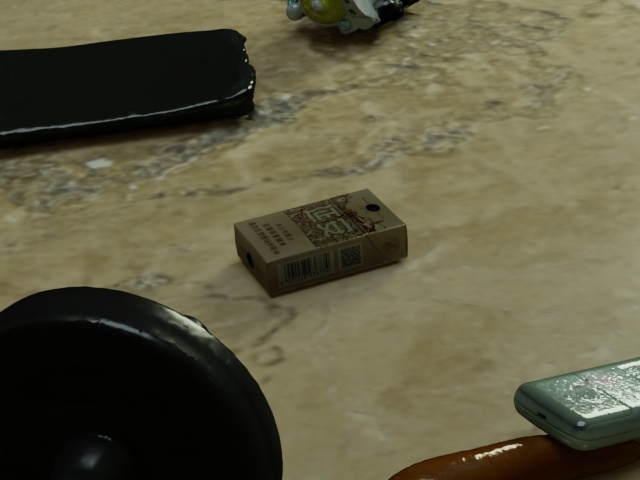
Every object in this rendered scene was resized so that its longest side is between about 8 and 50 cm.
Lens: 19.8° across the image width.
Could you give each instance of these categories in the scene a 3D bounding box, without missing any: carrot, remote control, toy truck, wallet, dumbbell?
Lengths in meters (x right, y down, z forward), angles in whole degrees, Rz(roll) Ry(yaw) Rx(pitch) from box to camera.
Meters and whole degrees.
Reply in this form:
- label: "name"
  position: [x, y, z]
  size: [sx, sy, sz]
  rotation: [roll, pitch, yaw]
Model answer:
- label: "carrot"
  position: [0.077, 0.103, 0.797]
  size: [0.142, 0.035, 0.035]
  rotation: [-14, 29, -24]
- label: "remote control"
  position: [0.148, 0.070, 0.836]
  size: [0.124, 0.018, 0.053]
  rotation: [-9, 26, -34]
- label: "toy truck"
  position: [0.019, -0.185, 1.304]
  size: [0.077, 0.076, 0.111]
  rotation: [-17, 17, 33]
- label: "wallet"
  position: [-0.187, -0.099, 1.220]
  size: [0.285, 0.030, 0.146]
  rotation: [-7, 25, -5]
- label: "dumbbell"
  position: [-0.106, 0.119, 0.681]
  size: [0.143, 0.143, 0.325]
  rotation: [4, 30, 17]

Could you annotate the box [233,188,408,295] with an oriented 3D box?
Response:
- label: "box"
  position: [0.000, 0.000, 1.007]
  size: [0.083, 0.024, 0.053]
  rotation: [-17, 30, -17]
